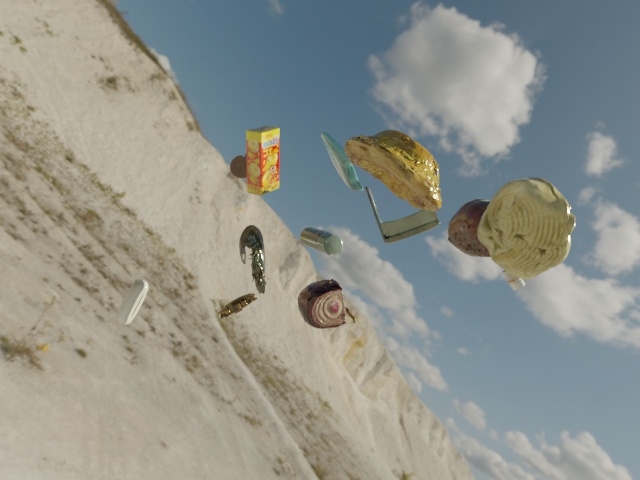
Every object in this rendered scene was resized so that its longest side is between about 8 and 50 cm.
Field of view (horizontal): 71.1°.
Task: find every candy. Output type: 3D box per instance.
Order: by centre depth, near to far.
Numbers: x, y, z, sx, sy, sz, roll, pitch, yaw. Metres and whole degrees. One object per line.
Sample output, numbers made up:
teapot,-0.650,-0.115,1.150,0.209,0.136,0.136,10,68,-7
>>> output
candy,-0.248,-0.347,1.942,0.088,0.146,0.275,16,-63,26

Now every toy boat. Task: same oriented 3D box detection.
toy boat,-0.412,0.325,2.233,0.064,0.206,0.072,62,-4,-22

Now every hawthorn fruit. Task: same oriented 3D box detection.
hawthorn fruit,0.818,-0.074,2.297,0.309,0.324,0.308,8,-21,3

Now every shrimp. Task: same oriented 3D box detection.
shrimp,-0.272,0.086,1.792,0.058,0.169,0.295,0,-79,26

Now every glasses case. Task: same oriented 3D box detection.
glasses case,-0.653,0.213,1.556,0.063,0.164,0.041,21,-9,31

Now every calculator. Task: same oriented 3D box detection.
calculator,0.095,-0.406,2.262,0.256,0.055,0.386,62,0,-40

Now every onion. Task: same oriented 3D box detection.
onion,-0.006,0.283,2.036,0.206,0.207,0.216,-143,-135,-65

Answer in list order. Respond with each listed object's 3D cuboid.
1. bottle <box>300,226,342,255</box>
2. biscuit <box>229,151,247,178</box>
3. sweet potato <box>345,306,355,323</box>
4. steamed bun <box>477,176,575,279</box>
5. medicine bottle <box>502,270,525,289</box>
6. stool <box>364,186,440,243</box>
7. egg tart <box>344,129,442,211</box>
bottle,0.000,0.000,1.755,0.082,0.082,0.286,49,-10,-19
biscuit,-0.380,-0.387,2.292,0.124,0.175,0.026,66,9,4
sweet potato,0.159,0.396,2.410,0.115,0.026,0.026,51,-14,7
steamed bun,0.634,-0.059,1.400,0.289,0.203,0.276,41,-58,-14
medicine bottle,0.825,0.160,1.913,0.089,0.057,0.057,60,-14,4
stool,0.354,-0.146,1.938,0.170,0.244,0.269,-14,84,-79
egg tart,0.222,-0.211,1.270,0.341,0.129,0.341,34,0,0
